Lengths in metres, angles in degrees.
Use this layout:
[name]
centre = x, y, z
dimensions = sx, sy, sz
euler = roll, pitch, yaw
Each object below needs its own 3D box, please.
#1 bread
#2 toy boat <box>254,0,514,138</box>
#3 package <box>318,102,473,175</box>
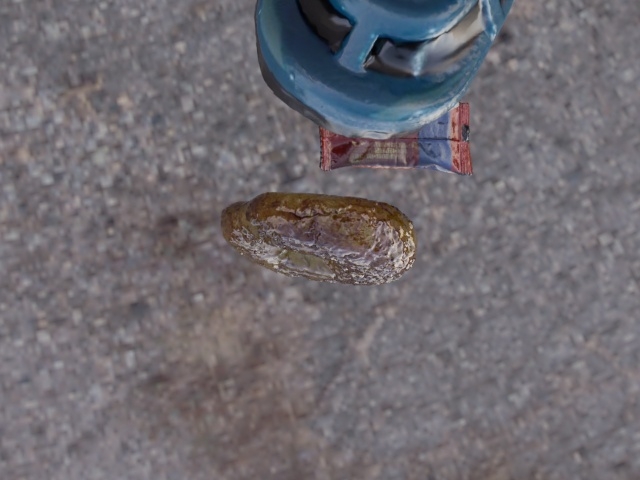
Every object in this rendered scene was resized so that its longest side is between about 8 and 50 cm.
[bread]
centre = 0.000, 0.000, 1.392
dimensions = 0.193, 0.064, 0.193
euler = 7, 169, 1
[toy boat]
centre = 0.064, -0.191, 0.887
dimensions = 0.134, 0.299, 0.092
euler = 27, 145, 1
[package]
centre = 0.083, -0.114, 1.677
dimensions = 0.200, 0.083, 0.022
euler = 1, 179, -30
